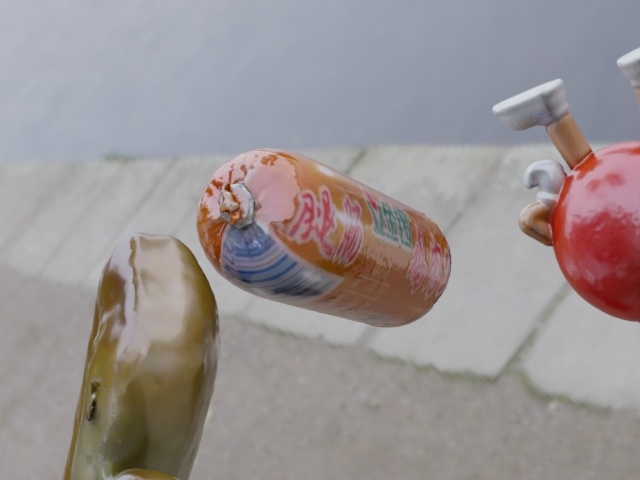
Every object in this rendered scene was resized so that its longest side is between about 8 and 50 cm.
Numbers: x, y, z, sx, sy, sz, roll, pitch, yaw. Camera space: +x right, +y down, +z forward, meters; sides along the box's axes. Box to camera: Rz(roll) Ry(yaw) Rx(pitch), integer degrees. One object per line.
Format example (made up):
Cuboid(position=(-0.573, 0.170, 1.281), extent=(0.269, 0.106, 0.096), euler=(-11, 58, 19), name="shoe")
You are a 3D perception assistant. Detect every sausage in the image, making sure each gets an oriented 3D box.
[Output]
Cuboid(position=(0.000, 0.000, 0.858), extent=(0.071, 0.071, 0.234), euler=(-49, -19, 8), name="sausage")

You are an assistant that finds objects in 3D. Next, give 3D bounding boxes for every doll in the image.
Cuboid(position=(0.241, -0.032, 1.341), extent=(0.183, 0.217, 0.085), euler=(-21, 1, 8), name="doll")

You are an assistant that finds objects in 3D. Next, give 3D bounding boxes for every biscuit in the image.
Cuboid(position=(-0.092, 0.168, 0.767), extent=(0.237, 0.062, 0.290), euler=(-94, 15, -52), name="biscuit")
